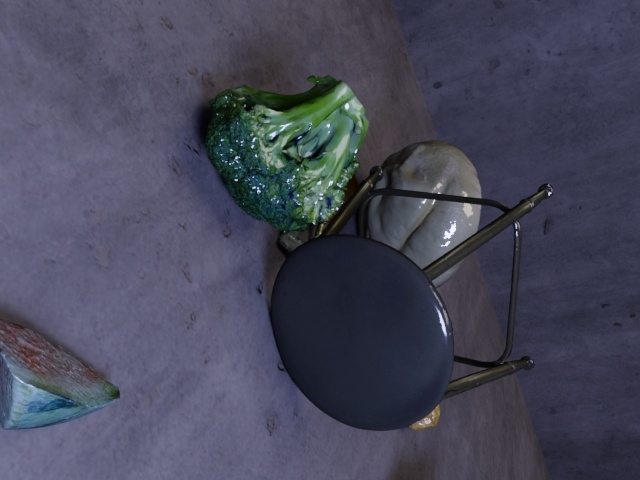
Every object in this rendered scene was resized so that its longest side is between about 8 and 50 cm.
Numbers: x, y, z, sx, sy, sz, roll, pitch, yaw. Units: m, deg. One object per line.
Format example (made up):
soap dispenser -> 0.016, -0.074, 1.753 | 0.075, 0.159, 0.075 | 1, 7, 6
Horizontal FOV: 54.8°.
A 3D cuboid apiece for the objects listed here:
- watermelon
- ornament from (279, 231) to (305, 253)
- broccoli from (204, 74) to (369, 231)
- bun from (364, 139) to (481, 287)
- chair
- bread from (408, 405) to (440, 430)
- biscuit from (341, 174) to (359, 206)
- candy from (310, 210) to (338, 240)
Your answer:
watermelon -> -0.246, 0.126, 0.556 | 0.180, 0.081, 0.094 | 67, 3, -55
ornament -> -0.047, -0.001, 1.099 | 0.068, 0.041, 0.092 | -40, 122, -58
broccoli -> -0.047, -0.146, 0.952 | 0.265, 0.245, 0.294 | 55, 8, 11
bun -> 0.203, -0.060, 1.392 | 0.220, 0.365, 0.365 | 17, 48, -11
chair -> 0.147, 0.096, 1.059 | 0.410, 0.362, 0.364 | -24, 119, -54
bread -> 0.207, 0.320, 1.400 | 0.114, 0.083, 0.210 | -12, 86, -71
biscuit -> 0.026, -0.191, 1.374 | 0.180, 0.039, 0.236 | -26, 98, -64
candy -> 0.000, 0.000, 1.196 | 0.060, 0.061, 0.200 | 41, 49, -52
